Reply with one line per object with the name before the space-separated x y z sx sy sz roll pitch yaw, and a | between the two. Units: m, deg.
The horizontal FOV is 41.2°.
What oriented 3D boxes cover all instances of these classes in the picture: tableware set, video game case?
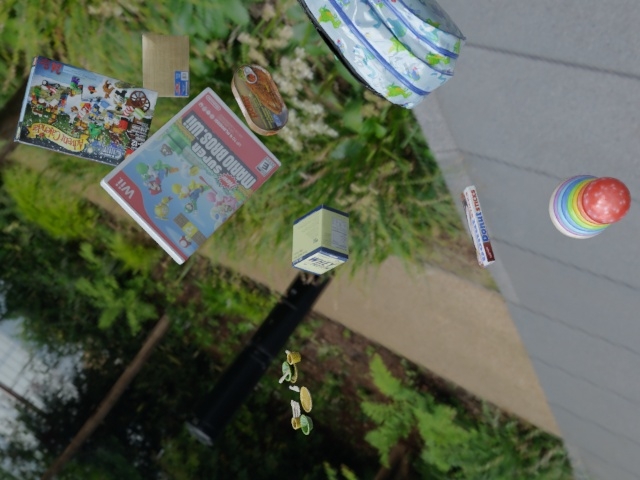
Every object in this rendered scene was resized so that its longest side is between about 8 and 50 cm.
tableware set | -0.047 0.286 1.611 0.104 0.024 0.154 1 97 65
video game case | -0.231 -0.124 1.565 0.204 0.285 0.025 46 153 -8

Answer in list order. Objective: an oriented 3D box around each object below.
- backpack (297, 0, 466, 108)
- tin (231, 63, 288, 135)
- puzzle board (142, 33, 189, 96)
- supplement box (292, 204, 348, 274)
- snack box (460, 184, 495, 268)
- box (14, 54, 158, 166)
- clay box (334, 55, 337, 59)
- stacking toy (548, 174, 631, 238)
backpack | 0.119 -0.433 1.696 0.290 0.273 0.356 2 -115 -64
tin | -0.153 -0.349 2.116 0.190 0.106 0.040 65 150 9
puzzle board | -0.325 -0.367 1.789 0.096 0.128 0.011 -2 -168 -15
supplement box | 0.000 0.000 1.382 0.056 0.083 0.083 18 150 -31
snack box | 0.353 -0.030 1.912 0.064 0.022 0.178 111 147 -75
box | -0.434 -0.233 1.590 0.233 0.159 0.044 13 178 -30
clay box | 0.112 -0.505 2.023 0.222 0.053 0.128 2 125 41
stacking toy | 0.553 -0.079 1.723 0.141 0.141 0.330 33 -177 8
